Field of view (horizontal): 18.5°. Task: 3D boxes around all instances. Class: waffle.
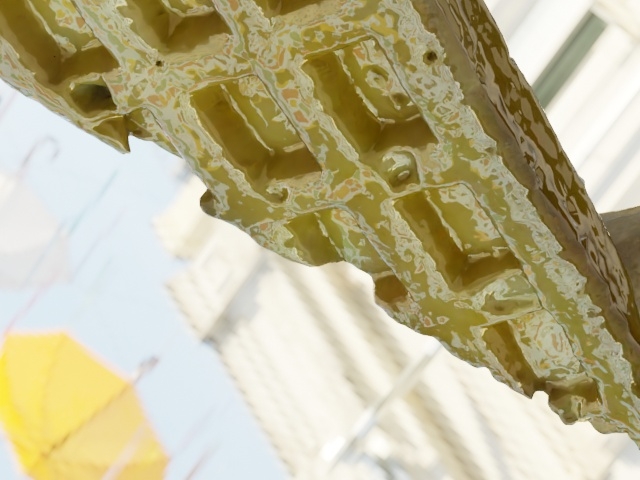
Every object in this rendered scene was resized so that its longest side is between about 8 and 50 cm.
[{"bbox_3d":[0.000,0.000,0.407,0.191,0.125,0.032,58,-144,-28],"label":"waffle"}]

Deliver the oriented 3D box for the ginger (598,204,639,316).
[{"bbox_3d":[0.223,-0.013,0.760,0.333,0.081,0.148,-11,-135,-2],"label":"ginger"}]
